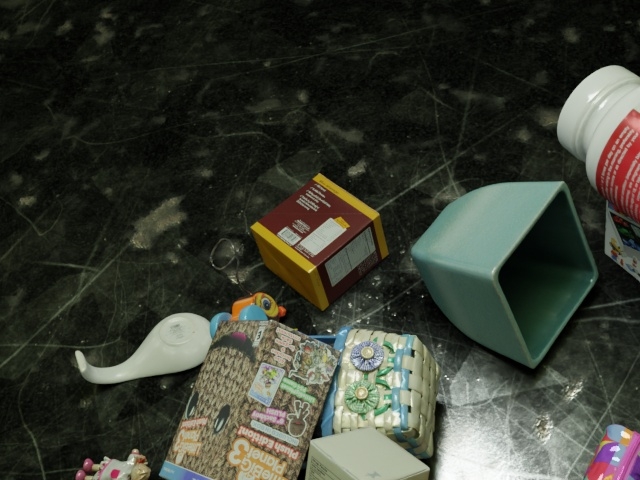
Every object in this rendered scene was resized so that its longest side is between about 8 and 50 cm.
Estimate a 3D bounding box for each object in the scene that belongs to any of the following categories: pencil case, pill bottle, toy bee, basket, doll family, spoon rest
[{"bbox_3d":[0.450,0.404,1.451,0.104,0.104,0.236,19,57,28],"label":"pencil case"},{"bbox_3d":[0.592,-0.119,1.517,0.229,0.229,0.407,-32,50,-13],"label":"pill bottle"},{"bbox_3d":[-0.120,0.164,1.788,0.195,0.162,0.298,8,83,40],"label":"toy bee"},{"bbox_3d":[0.052,0.270,1.602,0.289,0.201,0.254,-12,52,27],"label":"basket"},{"bbox_3d":[-0.367,0.490,1.603,0.163,0.118,0.263,-2,31,21],"label":"doll family"},{"bbox_3d":[-0.342,0.222,1.845,0.276,0.084,0.137,-15,48,-16],"label":"spoon rest"}]

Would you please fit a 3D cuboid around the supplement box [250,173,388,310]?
[{"bbox_3d":[0.000,0.000,1.897,0.194,0.129,0.191,-39,51,-19],"label":"supplement box"}]

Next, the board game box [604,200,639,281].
[{"bbox_3d":[0.635,0.039,1.654,0.053,0.193,0.305,-32,50,-12],"label":"board game box"}]

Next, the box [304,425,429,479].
[{"bbox_3d":[0.059,0.426,1.407,0.127,0.232,0.149,-5,21,-37],"label":"box"}]

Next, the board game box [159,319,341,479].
[{"bbox_3d":[-0.120,0.292,1.542,0.232,0.141,0.291,-12,55,62],"label":"board game box"}]

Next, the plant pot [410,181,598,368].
[{"bbox_3d":[0.318,0.042,1.711,0.252,0.247,0.248,14,53,45],"label":"plant pot"}]
